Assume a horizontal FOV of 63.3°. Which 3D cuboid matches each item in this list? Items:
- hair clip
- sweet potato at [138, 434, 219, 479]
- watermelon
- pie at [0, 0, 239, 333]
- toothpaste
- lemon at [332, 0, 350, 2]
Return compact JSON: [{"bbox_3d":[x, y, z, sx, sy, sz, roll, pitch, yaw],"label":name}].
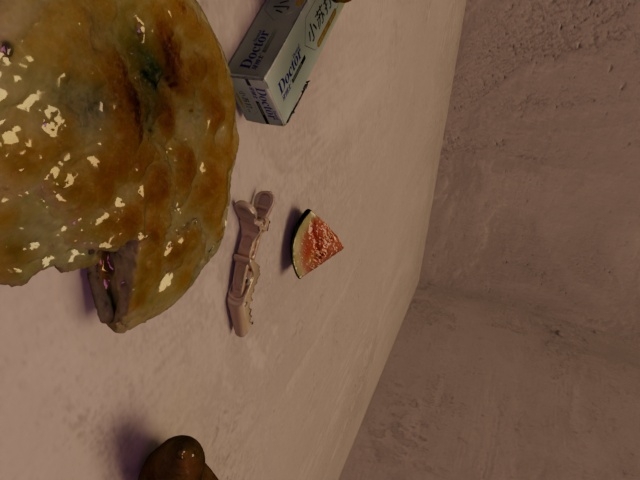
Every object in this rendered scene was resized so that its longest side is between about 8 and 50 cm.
[{"bbox_3d":[-0.109,0.041,0.739,0.072,0.034,0.226,-19,123,-65],"label":"hair clip"},{"bbox_3d":[-0.166,0.318,0.660,0.079,0.108,0.346,-54,151,-31],"label":"sweet potato"},{"bbox_3d":[0.000,0.000,0.943,0.135,0.094,0.125,-32,128,-70],"label":"watermelon"},{"bbox_3d":[-0.158,-0.080,0.422,0.337,0.075,0.337,14,90,-72],"label":"pie"},{"bbox_3d":[-0.026,-0.295,0.674,0.089,0.071,0.313,64,44,-58],"label":"toothpaste"},{"bbox_3d":[0.062,-0.419,0.545,0.245,0.245,0.320,-26,132,-67],"label":"lemon"}]
